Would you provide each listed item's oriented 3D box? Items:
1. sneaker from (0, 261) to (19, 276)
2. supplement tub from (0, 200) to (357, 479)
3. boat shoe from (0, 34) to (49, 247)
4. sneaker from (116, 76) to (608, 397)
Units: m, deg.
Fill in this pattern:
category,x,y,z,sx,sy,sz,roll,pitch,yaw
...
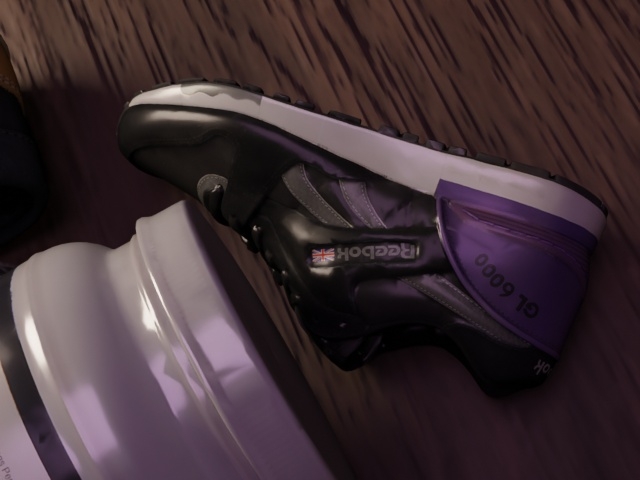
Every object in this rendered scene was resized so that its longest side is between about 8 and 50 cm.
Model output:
category,x,y,z,sx,sy,sz,roll,pitch,yaw
sneaker,-0.203,0.033,0.569,0.075,0.170,0.063,-13,73,48
supplement tub,-0.136,0.120,0.501,0.272,0.191,0.191,-30,66,0
boat shoe,-0.379,0.034,0.610,0.500,0.187,0.156,-31,72,-15
sneaker,0.000,0.000,0.597,0.283,0.107,0.124,16,80,19
